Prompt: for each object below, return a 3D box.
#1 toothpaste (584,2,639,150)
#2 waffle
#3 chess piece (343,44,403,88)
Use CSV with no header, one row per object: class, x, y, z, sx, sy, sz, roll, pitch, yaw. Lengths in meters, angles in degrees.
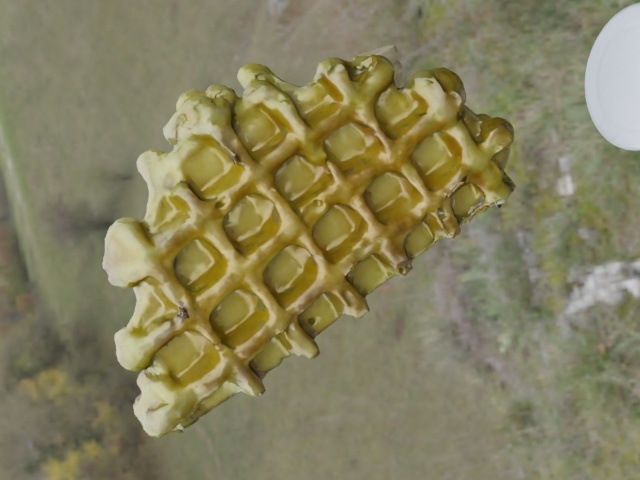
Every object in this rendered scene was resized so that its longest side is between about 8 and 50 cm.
toothpaste,0.229,-0.058,0.562,0.096,0.266,0.061,-2,85,56
waffle,0.000,0.000,0.563,0.046,0.191,0.161,-162,70,-72
chess piece,0.033,-0.043,0.605,0.035,0.035,0.092,12,123,66
